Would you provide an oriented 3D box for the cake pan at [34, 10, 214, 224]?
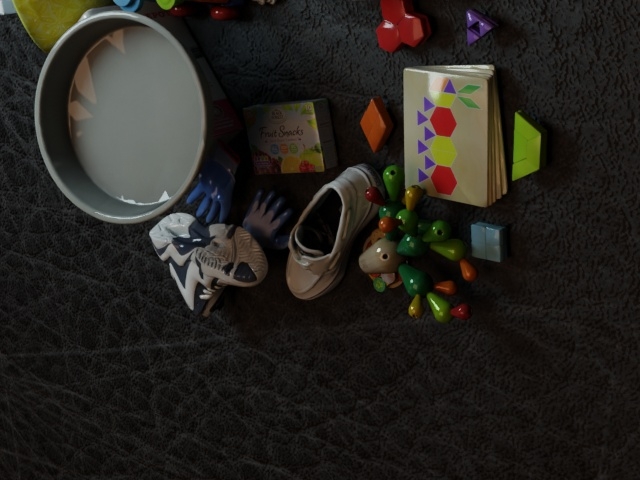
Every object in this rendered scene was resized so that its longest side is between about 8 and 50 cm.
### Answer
[{"bbox_3d":[-0.267,-0.170,1.870,0.293,0.054,0.293,4,99,28],"label":"cake pan"}]

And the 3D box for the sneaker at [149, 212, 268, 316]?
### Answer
[{"bbox_3d":[-0.151,0.057,2.040,0.235,0.094,0.153,14,139,38],"label":"sneaker"}]

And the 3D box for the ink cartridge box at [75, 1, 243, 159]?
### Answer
[{"bbox_3d":[-0.251,-0.227,1.992,0.100,0.172,0.237,-38,78,42],"label":"ink cartridge box"}]

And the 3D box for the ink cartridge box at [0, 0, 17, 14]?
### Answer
[{"bbox_3d":[-0.499,-0.396,2.157,0.104,0.181,0.061,7,109,40],"label":"ink cartridge box"}]

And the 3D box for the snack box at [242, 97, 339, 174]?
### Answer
[{"bbox_3d":[-0.043,-0.147,1.923,0.141,0.037,0.100,-1,103,43],"label":"snack box"}]

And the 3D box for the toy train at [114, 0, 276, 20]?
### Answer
[{"bbox_3d":[-0.169,-0.356,1.895,0.248,0.143,0.105,13,113,40],"label":"toy train"}]

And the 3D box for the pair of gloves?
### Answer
[{"bbox_3d":[-0.121,-0.051,2.006,0.198,0.023,0.159,44,140,9],"label":"pair of gloves"}]

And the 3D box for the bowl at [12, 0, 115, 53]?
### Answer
[{"bbox_3d":[-0.365,-0.433,2.008,0.156,0.289,0.289,-12,97,7],"label":"bowl"}]

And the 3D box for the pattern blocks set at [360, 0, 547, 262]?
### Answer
[{"bbox_3d":[0.169,-0.141,1.736,0.285,0.026,0.324,24,120,36],"label":"pattern blocks set"}]

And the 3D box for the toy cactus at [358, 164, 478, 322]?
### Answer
[{"bbox_3d":[0.108,0.017,1.776,0.180,0.112,0.219,-24,97,56],"label":"toy cactus"}]

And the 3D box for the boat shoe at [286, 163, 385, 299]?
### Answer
[{"bbox_3d":[0.000,0.000,1.888,0.096,0.088,0.267,55,139,16],"label":"boat shoe"}]

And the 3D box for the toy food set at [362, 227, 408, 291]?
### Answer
[{"bbox_3d":[0.089,0.028,1.873,0.082,0.020,0.083,55,132,14],"label":"toy food set"}]
